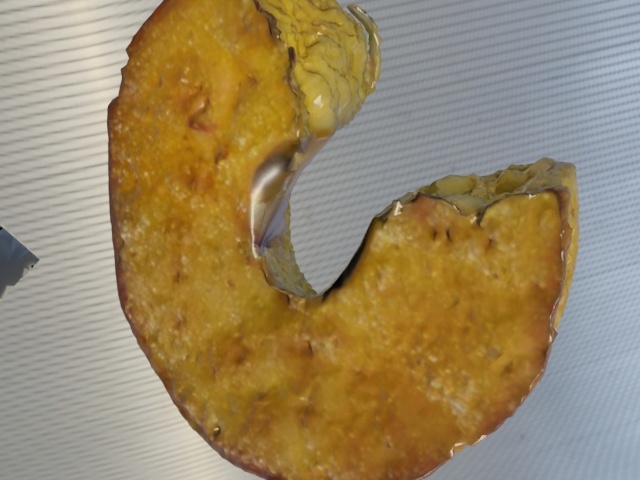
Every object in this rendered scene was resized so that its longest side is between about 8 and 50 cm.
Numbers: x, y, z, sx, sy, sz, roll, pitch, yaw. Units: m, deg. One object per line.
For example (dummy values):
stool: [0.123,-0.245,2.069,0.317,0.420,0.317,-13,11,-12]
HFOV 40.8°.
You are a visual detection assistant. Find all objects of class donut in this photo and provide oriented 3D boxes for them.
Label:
donut: [0.000,0.000,0.745,0.377,0.435,0.163,-53,160,24]

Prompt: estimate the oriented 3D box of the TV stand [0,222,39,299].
TV stand: [-0.295,-0.010,0.623,0.088,0.083,0.269,-47,171,-12]
